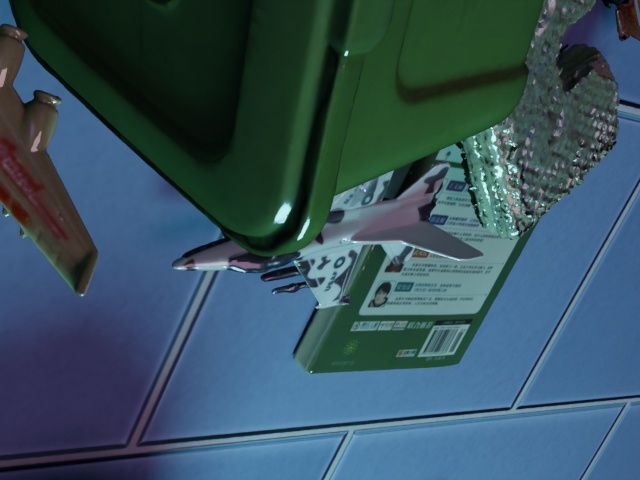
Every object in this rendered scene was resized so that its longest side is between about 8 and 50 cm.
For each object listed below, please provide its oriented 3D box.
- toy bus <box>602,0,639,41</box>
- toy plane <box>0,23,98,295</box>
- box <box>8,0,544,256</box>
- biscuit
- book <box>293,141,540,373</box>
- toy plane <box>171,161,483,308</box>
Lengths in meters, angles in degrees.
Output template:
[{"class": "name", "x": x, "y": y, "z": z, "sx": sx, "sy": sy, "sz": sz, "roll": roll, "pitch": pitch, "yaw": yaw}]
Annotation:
[{"class": "toy bus", "x": 0.243, "y": -0.220, "z": 0.913, "sx": 0.073, "sy": 0.096, "sz": 0.235, "roll": -43, "pitch": 142, "yaw": -6}, {"class": "toy plane", "x": -0.194, "y": -0.064, "z": 0.556, "sx": 0.092, "sy": 0.229, "sz": 0.244, "roll": 150, "pitch": -41, "yaw": -74}, {"class": "box", "x": -0.005, "y": -0.191, "z": 0.532, "sx": 0.177, "sy": 0.253, "sz": 0.329, "roll": -18, "pitch": 135, "yaw": -34}, {"class": "biscuit", "x": 0.150, "y": -0.133, "z": 0.893, "sx": 0.147, "sy": 0.046, "sz": 0.250, "roll": -39, "pitch": 132, "yaw": -27}, {"class": "book", "x": 0.105, "y": -0.010, "z": 1.006, "sx": 0.202, "sy": 0.027, "sz": 0.264, "roll": 4, "pitch": 119, "yaw": -47}, {"class": "toy plane", "x": -0.002, "y": -0.011, "z": 0.862, "sx": 0.234, "sy": 0.082, "sz": 0.160, "roll": -1, "pitch": 131, "yaw": -28}]
